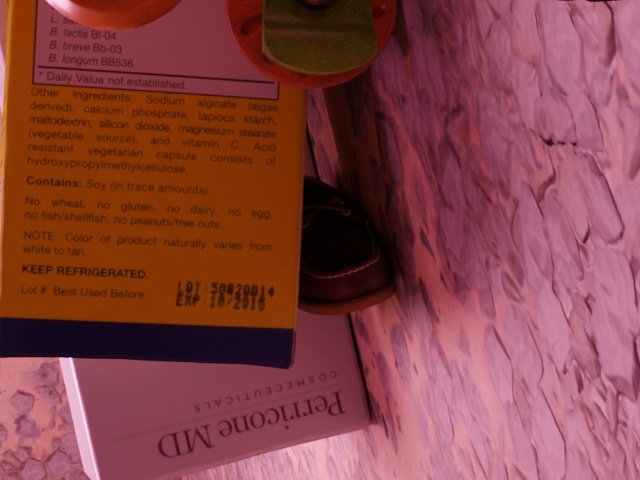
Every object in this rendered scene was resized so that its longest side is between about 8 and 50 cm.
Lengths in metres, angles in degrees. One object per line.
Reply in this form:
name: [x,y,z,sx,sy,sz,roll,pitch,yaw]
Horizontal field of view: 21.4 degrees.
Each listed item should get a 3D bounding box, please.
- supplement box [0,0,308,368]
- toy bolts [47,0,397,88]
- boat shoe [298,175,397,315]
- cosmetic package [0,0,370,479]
supplement box: [-0.119,-0.096,1.163,0.195,0.194,0.356,174,99,-78]
toy bolts: [-0.057,-0.209,0.996,0.158,0.218,0.228,-179,94,-85]
boat shoe: [0.000,0.000,1.207,0.207,0.073,0.073,-143,39,-72]
cosmetic package: [-0.129,-0.044,1.393,0.161,0.230,0.453,173,83,-78]
